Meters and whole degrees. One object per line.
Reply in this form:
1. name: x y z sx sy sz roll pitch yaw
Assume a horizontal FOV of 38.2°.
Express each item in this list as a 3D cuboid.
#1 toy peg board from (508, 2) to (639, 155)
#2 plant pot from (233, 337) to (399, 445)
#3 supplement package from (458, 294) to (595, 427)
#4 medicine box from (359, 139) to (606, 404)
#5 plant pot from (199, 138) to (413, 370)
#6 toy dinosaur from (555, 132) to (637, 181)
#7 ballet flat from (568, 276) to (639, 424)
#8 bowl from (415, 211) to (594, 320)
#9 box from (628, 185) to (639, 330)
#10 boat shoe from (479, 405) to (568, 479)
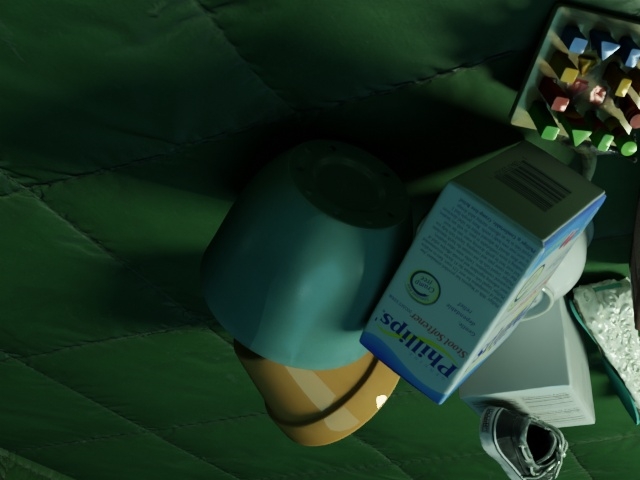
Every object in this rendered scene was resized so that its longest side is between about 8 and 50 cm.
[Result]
1. toy peg board: 0.339 -0.184 1.126 0.161 0.079 0.161 9 124 -13
2. plant pot: -0.021 0.195 1.676 0.290 0.291 0.203 -22 126 34
3. supplement package: 0.383 0.225 1.728 0.198 0.199 0.262 -11 152 22
4. medicine box: 0.224 0.037 1.278 0.149 0.263 0.289 37 123 18
5. plant pot: 0.000 0.000 1.331 0.293 0.293 0.235 13 132 -18
6. toy dinosaur: 0.364 -0.147 1.263 0.118 0.064 0.268 -3 153 37
7. ballet flat: 0.595 0.213 1.749 0.147 0.147 0.409 -14 135 25
8. bowl: 0.304 0.046 1.519 0.297 0.134 0.298 2 150 1
9. box: 0.586 -0.002 1.413 0.191 0.143 0.381 -3 147 13
10. boat shoe: 0.394 0.379 1.687 0.105 0.113 0.306 1 149 34
